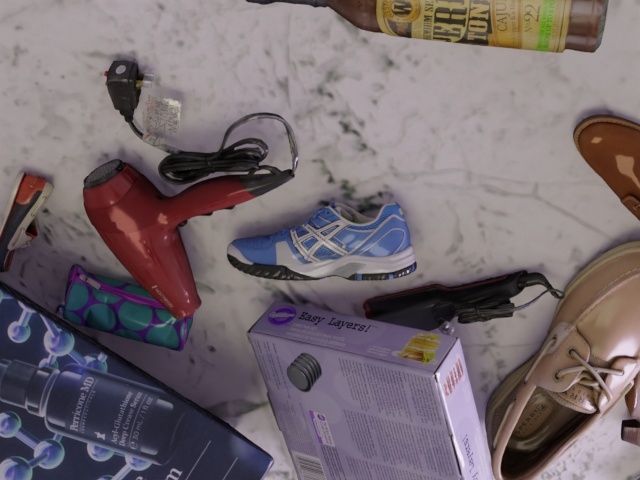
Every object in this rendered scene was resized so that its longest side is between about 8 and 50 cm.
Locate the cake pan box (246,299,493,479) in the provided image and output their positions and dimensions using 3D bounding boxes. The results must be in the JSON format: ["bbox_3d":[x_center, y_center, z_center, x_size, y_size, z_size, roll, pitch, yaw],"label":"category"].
[{"bbox_3d":[0.062,0.203,1.841,0.245,0.070,0.267,10,133,34],"label":"cake pan box"}]

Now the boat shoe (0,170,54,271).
[{"bbox_3d":[-0.335,-0.016,1.817,0.043,0.049,0.137,20,122,-8],"label":"boat shoe"}]

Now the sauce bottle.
[{"bbox_3d":[0.100,-0.243,1.543,0.344,0.111,0.111,5,126,6],"label":"sauce bottle"}]

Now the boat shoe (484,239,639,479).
[{"bbox_3d":[0.294,0.145,1.794,0.121,0.110,0.341,24,126,-9],"label":"boat shoe"}]

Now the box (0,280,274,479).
[{"bbox_3d":[-0.306,0.252,1.825,0.395,0.212,0.293,34,84,-16],"label":"box"}]

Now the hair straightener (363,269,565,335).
[{"bbox_3d":[0.154,0.083,1.784,0.230,0.089,0.047,-9,122,15],"label":"hair straightener"}]

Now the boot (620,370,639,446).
[{"bbox_3d":[0.392,0.194,1.863,0.087,0.042,0.118,2,127,0],"label":"boot"}]

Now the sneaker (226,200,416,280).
[{"bbox_3d":[0.000,0.000,1.769,0.211,0.080,0.081,-2,99,13],"label":"sneaker"}]

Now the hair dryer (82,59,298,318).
[{"bbox_3d":[-0.151,-0.033,1.727,0.223,0.080,0.294,24,131,15],"label":"hair dryer"}]

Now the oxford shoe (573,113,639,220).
[{"bbox_3d":[0.343,-0.049,1.668,0.212,0.076,0.076,38,124,-16],"label":"oxford shoe"}]

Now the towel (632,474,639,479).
[{"bbox_3d":[0.458,0.305,1.944,0.152,0.023,0.113,34,126,-18],"label":"towel"}]

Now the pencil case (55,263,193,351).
[{"bbox_3d":[-0.220,0.077,1.854,0.151,0.064,0.070,16,143,-3],"label":"pencil case"}]
